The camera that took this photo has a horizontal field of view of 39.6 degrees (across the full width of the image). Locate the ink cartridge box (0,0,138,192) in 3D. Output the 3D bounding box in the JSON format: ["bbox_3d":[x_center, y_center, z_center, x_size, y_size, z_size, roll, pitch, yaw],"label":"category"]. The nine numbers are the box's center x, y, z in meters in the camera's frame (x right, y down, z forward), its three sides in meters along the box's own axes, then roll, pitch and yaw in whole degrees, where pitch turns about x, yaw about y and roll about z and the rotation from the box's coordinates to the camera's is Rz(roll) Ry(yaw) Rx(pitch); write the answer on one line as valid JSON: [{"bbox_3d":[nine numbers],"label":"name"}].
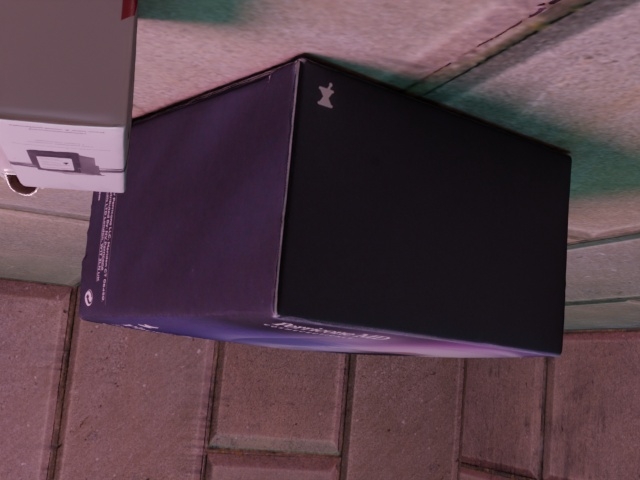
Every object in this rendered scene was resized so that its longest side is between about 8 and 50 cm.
[{"bbox_3d":[-0.126,-0.091,0.451,0.063,0.109,0.150,3,172,-12],"label":"ink cartridge box"}]

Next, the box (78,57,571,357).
[{"bbox_3d":[0.000,0.000,0.746,0.296,0.182,0.294,12,168,-37],"label":"box"}]

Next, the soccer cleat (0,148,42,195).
[{"bbox_3d":[-0.242,-0.071,0.756,0.068,0.076,0.196,6,171,-4],"label":"soccer cleat"}]
